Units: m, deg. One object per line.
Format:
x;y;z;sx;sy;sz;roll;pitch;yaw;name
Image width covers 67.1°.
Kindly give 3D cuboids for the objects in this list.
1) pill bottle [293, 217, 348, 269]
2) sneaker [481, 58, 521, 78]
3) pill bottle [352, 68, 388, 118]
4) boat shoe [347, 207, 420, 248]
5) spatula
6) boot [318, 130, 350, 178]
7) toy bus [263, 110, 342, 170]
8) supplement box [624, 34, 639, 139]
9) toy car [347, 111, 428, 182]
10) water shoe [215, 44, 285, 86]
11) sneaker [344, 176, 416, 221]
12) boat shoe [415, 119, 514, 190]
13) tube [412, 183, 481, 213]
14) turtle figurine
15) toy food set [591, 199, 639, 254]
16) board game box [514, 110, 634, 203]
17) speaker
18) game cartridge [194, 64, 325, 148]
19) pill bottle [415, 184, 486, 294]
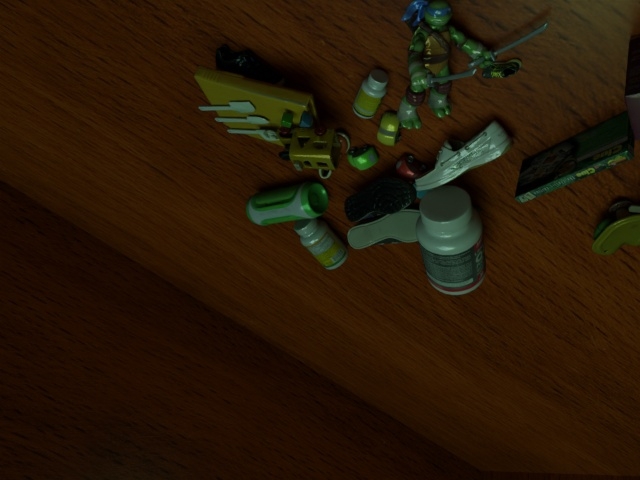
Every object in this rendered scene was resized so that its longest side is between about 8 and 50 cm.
0.000;0.000;1.753;0.118;0.117;0.208;-10;133;44;pill bottle
0.387;-0.366;1.040;0.083;0.035;0.031;-7;134;41;sneaker
0.126;-0.365;1.200;0.065;0.065;0.116;27;148;0;pill bottle
0.240;-0.043;1.567;0.335;0.096;0.112;-12;95;40;boat shoe
-0.232;-0.341;1.385;0.242;0.019;0.168;11;165;40;spatula
0.038;-0.247;1.413;0.059;0.084;0.158;28;146;2;boot
-0.045;-0.241;1.288;0.191;0.104;0.202;18;163;-25;toy bus
0.602;-0.283;0.862;0.081;0.188;0.104;-6;135;41;supplement box
0.165;-0.235;1.358;0.225;0.053;0.239;-4;133;41;toy car
-0.192;-0.460;1.288;0.203;0.072;0.080;18;142;10;water shoe
0.200;-0.128;1.440;0.283;0.124;0.107;-11;89;56;sneaker
0.346;-0.217;1.232;0.277;0.098;0.096;-28;102;40;boat shoe
0.361;-0.116;1.403;0.207;0.052;0.080;29;134;4;tube
0.268;-0.341;1.013;0.275;0.197;0.266;26;153;13;turtle figurine
0.760;-0.047;1.204;0.128;0.071;0.217;0;147;-2;toy food set
0.563;-0.182;1.082;0.030;0.136;0.260;40;146;-16;board game box
-0.119;-0.123;1.656;0.297;0.131;0.131;-6;135;41;speaker
-0.156;-0.357;1.349;0.324;0.052;0.285;20;168;13;game cartridge
0.362;0.000;1.343;0.177;0.176;0.318;8;147;27;pill bottle
